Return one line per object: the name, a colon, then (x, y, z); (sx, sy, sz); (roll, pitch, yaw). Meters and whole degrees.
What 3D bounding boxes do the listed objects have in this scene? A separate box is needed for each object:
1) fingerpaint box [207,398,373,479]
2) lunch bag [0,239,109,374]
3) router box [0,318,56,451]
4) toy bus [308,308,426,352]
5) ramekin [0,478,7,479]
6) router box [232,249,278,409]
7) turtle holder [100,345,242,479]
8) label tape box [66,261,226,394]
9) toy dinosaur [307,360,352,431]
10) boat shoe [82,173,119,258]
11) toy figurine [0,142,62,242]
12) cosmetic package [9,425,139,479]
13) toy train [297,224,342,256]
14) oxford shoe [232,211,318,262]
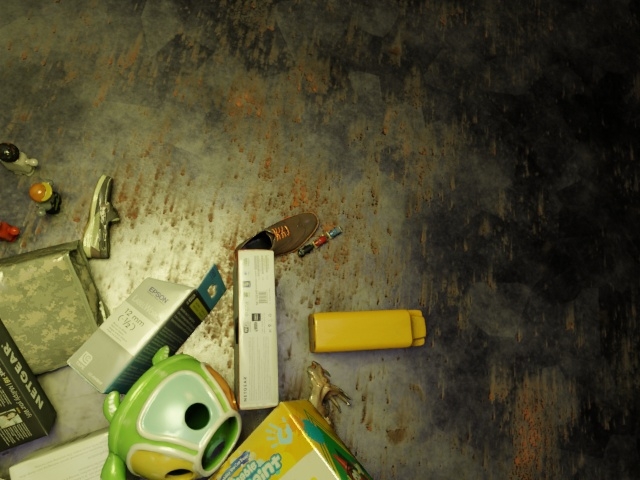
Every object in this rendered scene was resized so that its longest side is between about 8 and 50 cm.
fingerpaint box: (-0.087, 0.631, 0.962); (0.445, 0.163, 0.371); (-48, 62, 3)
lunch bag: (-0.647, 0.170, 1.081); (0.235, 0.169, 0.286); (-16, 107, -14)
router box: (-0.760, 0.323, 0.976); (0.243, 0.081, 0.308); (-17, 114, -9)
toy bus: (0.135, 0.247, 1.266); (0.333, 0.130, 0.108); (0, 77, -13)
ramekin: (-0.736, 0.644, 0.926); (0.277, 0.135, 0.277); (-1, 94, -23)
router box: (-0.166, 0.216, 1.116); (0.082, 0.301, 0.335); (0, 76, -13)
turtle holder: (-0.317, 0.399, 0.965); (0.228, 0.320, 0.243); (18, 114, 26)
label tape box: (-0.386, 0.193, 1.093); (0.115, 0.249, 0.347); (35, 71, 7)
toy dinosaur: (0.000, 0.487, 1.193); (0.127, 0.200, 0.295); (7, 99, 23)
boat shoe: (-0.568, -0.060, 1.209); (0.074, 0.080, 0.223); (11, 80, -16)
toy figurine: (-0.781, -0.120, 1.133); (0.210, 0.148, 0.213); (-36, 86, -18)
cosmetic package: (-0.506, 0.635, 1.016); (0.217, 0.156, 0.384); (-15, 82, -16)
toy train: (0.000, 0.000, 1.343); (0.158, 0.036, 0.027); (-32, 86, -18)
oxford shoe: (-0.115, -0.006, 1.285); (0.271, 0.098, 0.097); (-32, 86, -18)
